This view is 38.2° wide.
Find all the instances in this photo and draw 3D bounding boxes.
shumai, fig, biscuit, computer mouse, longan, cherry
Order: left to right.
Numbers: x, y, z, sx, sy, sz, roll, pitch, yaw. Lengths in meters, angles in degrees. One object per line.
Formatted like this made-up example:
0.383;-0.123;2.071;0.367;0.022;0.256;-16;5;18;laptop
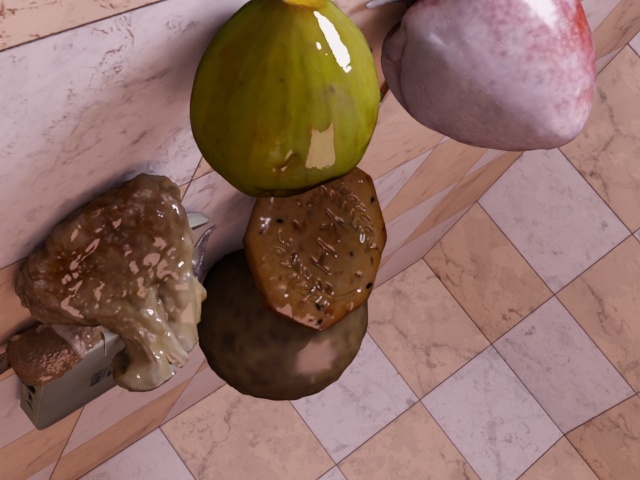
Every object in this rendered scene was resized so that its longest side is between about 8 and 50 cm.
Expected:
-0.272;0.076;1.378;0.314;0.262;0.267;-46;167;28;shumai
-0.241;-0.030;1.607;0.056;0.032;0.110;-26;178;33;computer mouse
-0.087;0.163;2.031;0.391;0.391;0.391;-36;168;-9;longan
-0.045;-0.188;1.138;0.239;0.239;0.271;-32;143;-28;fig
0.001;-0.001;1.811;0.359;0.359;0.046;-29;-158;-36;biscuit
0.259;-0.290;1.458;0.326;0.335;0.291;-18;-163;30;cherry

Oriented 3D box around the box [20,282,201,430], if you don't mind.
-0.429;0.216;1.867;0.373;0.090;0.367;-30;165;-30;box

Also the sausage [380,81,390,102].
0.126;-0.291;1.754;0.015;0.015;0.100;-31;166;-30;sausage

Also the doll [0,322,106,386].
-0.476;0.186;1.587;0.221;0.115;0.105;-26;175;-21;doll

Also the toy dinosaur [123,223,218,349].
-0.293;0.087;1.676;0.294;0.077;0.162;-47;149;11;toy dinosaur

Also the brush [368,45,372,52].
0.017;-0.307;1.330;0.043;0.036;0.248;-45;161;11;brush
